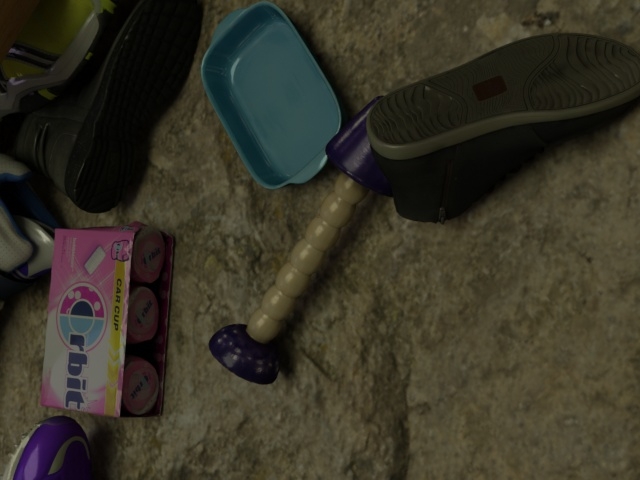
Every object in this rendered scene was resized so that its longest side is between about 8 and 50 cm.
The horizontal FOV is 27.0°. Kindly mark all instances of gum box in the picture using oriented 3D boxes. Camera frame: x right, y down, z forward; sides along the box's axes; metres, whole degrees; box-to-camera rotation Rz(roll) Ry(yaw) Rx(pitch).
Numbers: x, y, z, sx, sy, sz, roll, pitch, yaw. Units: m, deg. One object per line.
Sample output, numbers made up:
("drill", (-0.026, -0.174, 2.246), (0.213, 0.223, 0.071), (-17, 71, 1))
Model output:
("gum box", (-0.209, 0.074, 1.307), (0.107, 0.062, 0.188), (2, 87, 35))

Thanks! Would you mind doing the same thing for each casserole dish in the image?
("casserole dish", (-0.039, -0.132, 1.225), (0.114, 0.037, 0.188), (-41, 64, 25))

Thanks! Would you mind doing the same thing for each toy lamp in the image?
("toy lamp", (0.000, 0.000, 1.162), (0.080, 0.080, 0.275), (41, 111, 30))

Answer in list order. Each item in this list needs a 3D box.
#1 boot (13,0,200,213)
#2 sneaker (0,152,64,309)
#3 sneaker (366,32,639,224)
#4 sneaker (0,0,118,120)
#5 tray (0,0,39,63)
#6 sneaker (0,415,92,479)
("boot", (-0.229, -0.161, 1.339), (0.161, 0.083, 0.246), (34, 101, 42))
("sneaker", (-0.359, 0.065, 1.376), (0.236, 0.130, 0.323), (-5, 94, 23))
("sneaker", (0.152, -0.089, 1.073), (0.222, 0.118, 0.083), (-13, 56, 5))
("sneaker", (-0.339, -0.204, 1.332), (0.384, 0.147, 0.145), (-31, 37, 32))
("tray", (-0.317, -0.303, 1.259), (0.203, 0.076, 0.411), (9, 62, 35))
("sneaker", (-0.234, 0.320, 1.289), (0.146, 0.102, 0.293), (10, 96, 31))
